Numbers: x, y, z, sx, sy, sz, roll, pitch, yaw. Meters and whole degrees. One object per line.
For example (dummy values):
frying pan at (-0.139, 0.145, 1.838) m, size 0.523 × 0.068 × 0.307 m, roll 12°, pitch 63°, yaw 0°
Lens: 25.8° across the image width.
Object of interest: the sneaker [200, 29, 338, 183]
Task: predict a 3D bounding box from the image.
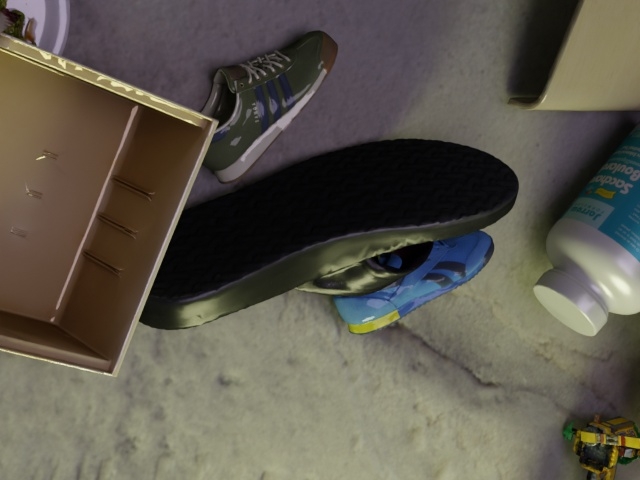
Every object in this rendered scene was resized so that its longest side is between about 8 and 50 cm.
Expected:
sneaker at (-0.066, -0.155, 1.433) m, size 0.192 × 0.064 × 0.086 m, roll -52°, pitch 124°, yaw -7°

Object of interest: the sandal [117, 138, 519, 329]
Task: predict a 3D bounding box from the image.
sandal at (-0.002, -0.001, 1.471) m, size 0.446 × 0.167 × 0.107 m, roll -17°, pitch 133°, yaw -18°

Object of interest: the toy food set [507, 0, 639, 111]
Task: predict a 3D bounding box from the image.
toy food set at (0.356, -0.278, 1.588) m, size 0.220 × 0.092 × 0.306 m, roll -2°, pitch 127°, yaw -29°

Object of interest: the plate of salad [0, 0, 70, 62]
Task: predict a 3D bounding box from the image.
plate of salad at (-0.323, -0.211, 1.288) m, size 0.200 × 0.048 × 0.199 m, roll -6°, pitch 103°, yaw -28°

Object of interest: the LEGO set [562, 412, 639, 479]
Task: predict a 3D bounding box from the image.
LEGO set at (0.381, 0.357, 1.650) m, size 0.192 × 0.331 × 0.255 m, roll -4°, pitch 117°, yaw -46°

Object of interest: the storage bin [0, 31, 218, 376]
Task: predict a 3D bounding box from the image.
storage bin at (-0.270, -0.041, 1.274) m, size 0.260 × 0.123 × 0.262 m, roll 20°, pitch 94°, yaw -44°

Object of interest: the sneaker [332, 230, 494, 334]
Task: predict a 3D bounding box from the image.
sneaker at (0.105, 0.025, 1.566) m, size 0.209 × 0.069 × 0.082 m, roll -28°, pitch 109°, yaw -22°

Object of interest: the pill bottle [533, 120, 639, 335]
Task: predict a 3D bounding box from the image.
pill bottle at (0.368, -0.014, 1.661) m, size 0.264 × 0.146 × 0.146 m, roll -49°, pitch 119°, yaw -13°
